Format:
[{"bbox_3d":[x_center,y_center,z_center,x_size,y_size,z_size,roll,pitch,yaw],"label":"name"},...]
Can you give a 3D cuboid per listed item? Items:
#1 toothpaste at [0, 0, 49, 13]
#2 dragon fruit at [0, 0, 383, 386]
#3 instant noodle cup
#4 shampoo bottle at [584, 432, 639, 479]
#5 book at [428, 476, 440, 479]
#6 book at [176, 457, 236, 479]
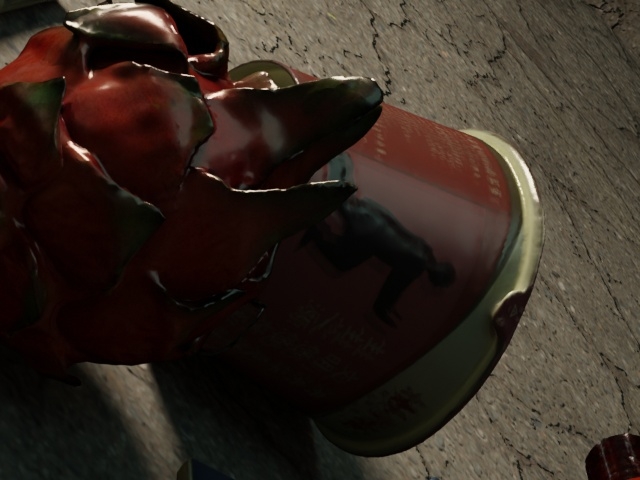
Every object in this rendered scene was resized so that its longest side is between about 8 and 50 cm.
[{"bbox_3d":[-0.220,-0.175,1.347,0.062,0.039,0.239,44,18,0],"label":"toothpaste"},{"bbox_3d":[-0.097,-0.030,1.087,0.193,0.274,0.192,96,-29,-46],"label":"dragon fruit"},{"bbox_3d":[0.000,0.000,1.268,0.178,0.235,0.235,27,30,-32],"label":"instant noodle cup"},{"bbox_3d":[0.258,0.257,1.535,0.104,0.104,0.278,41,22,-28],"label":"shampoo bottle"},{"bbox_3d":[0.097,0.269,1.281,0.191,0.025,0.269,52,20,2],"label":"book"},{"bbox_3d":[0.048,0.274,1.119,0.322,0.018,0.228,33,30,-31],"label":"book"}]
